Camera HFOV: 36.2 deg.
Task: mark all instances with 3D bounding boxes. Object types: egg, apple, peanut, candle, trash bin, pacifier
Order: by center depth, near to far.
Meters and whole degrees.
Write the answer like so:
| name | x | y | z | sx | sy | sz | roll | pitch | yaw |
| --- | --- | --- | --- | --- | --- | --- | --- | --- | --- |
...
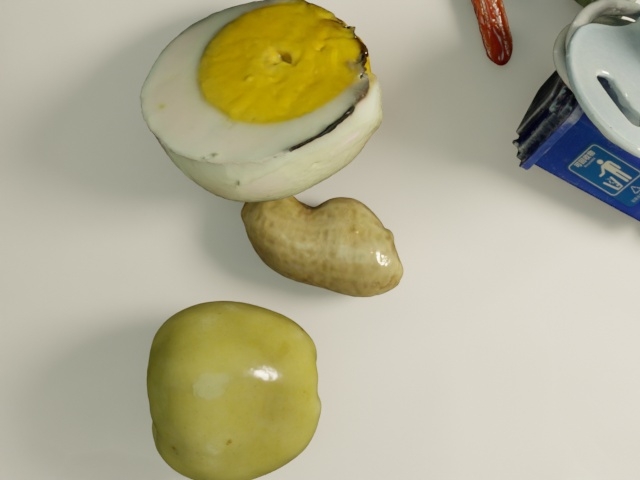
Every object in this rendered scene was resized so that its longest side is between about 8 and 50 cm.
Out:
| name | x | y | z | sx | sy | sz | roll | pitch | yaw |
| --- | --- | --- | --- | --- | --- | --- | --- | --- | --- |
| pacifier | 0.425 | -0.221 | 1.132 | 0.300 | 0.233 | 0.244 | -21 | 74 | -33 |
| trash bin | 0.399 | -0.142 | 1.310 | 0.235 | 0.162 | 0.184 | 34 | 59 | -1 |
| egg | -0.069 | -0.164 | 1.355 | 0.337 | 0.201 | 0.337 | -9 | 47 | 10 |
| apple | -0.125 | 0.207 | 1.364 | 0.263 | 0.262 | 0.262 | 0 | 91 | 9 |
| candle | 0.214 | -0.407 | 1.381 | 0.048 | 0.051 | 0.329 | -14 | 97 | 26 |
| peanut | 0.000 | 0.000 | 1.400 | 0.253 | 0.122 | 0.137 | 13 | 84 | 12 |

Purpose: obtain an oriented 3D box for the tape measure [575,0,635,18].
| name | x | y | z | sx | sy | sz | roll | pitch | yaw |
| --- | --- | --- | --- | --- | --- | --- | --- | --- | --- |
| tape measure | 0.424 | -0.414 | 1.286 | 0.115 | 0.207 | 0.235 | 39 | 98 | 9 |
